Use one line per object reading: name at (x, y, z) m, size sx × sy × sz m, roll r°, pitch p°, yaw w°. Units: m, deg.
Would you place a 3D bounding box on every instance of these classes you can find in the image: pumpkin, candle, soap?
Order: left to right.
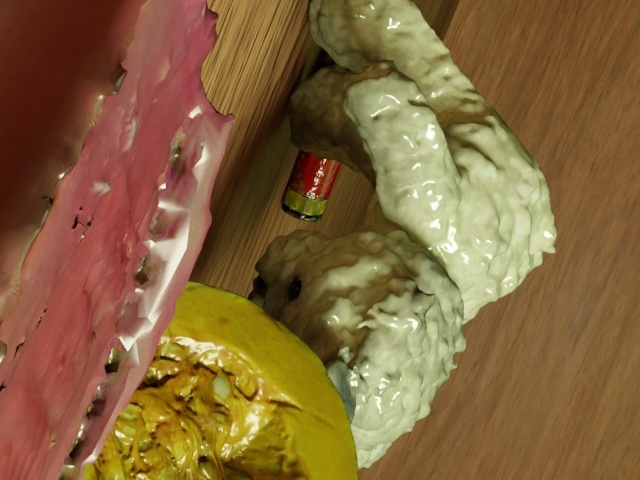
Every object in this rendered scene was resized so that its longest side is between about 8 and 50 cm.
soap at (-0.131, 0.040, 0.383) m, size 0.182 × 0.112 × 0.289 m, roll 81°, pitch 34°, yaw -75°
pumpkin at (-0.094, 0.132, 0.722) m, size 0.110 × 0.217 × 0.217 m, roll -35°, pitch -159°, yaw 47°
candle at (-0.002, -0.088, 1.378) m, size 0.052 × 0.052 × 0.131 m, roll -51°, pitch 162°, yaw -71°

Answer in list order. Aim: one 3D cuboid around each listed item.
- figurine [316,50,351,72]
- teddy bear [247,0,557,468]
figurine at (0.034, -0.201, 1.255) m, size 0.072 × 0.054 × 0.129 m, roll 44°, pitch 67°, yaw -80°
teddy bear at (0.000, 0.000, 0.982) m, size 0.362 × 0.375 × 0.327 m, roll -30°, pitch 155°, yaw -30°
